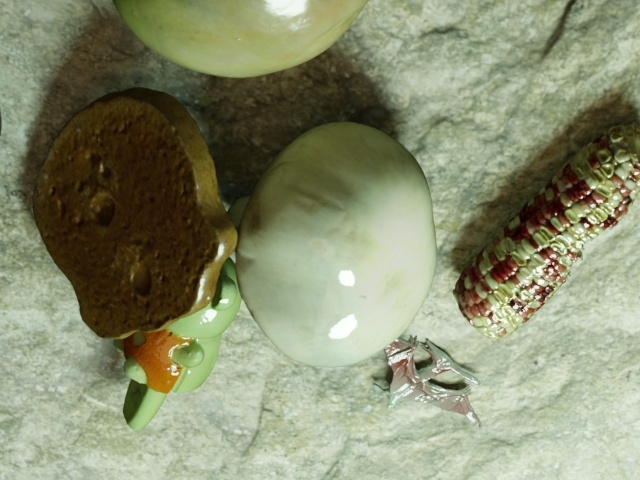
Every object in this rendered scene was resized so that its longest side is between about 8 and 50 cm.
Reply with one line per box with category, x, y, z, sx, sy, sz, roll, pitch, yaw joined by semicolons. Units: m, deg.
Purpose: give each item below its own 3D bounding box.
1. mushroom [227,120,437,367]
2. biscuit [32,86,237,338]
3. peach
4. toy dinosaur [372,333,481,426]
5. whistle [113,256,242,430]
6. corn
mushroom;0.000;0.000;1.402;0.254;0.234;0.260;38;76;-48
biscuit;-0.203;-0.029;1.399;0.273;0.049;0.257;-31;84;41
peach;-0.068;-0.299;1.200;0.292;0.247;0.292;1;98;4
toy dinosaur;0.123;0.171;1.572;0.108;0.032;0.220;-38;121;18
whistle;-0.172;0.108;1.502;0.106;0.131;0.288;9;124;-35
corn;0.261;-0.009;1.428;0.098;0.098;0.290;35;113;-16
